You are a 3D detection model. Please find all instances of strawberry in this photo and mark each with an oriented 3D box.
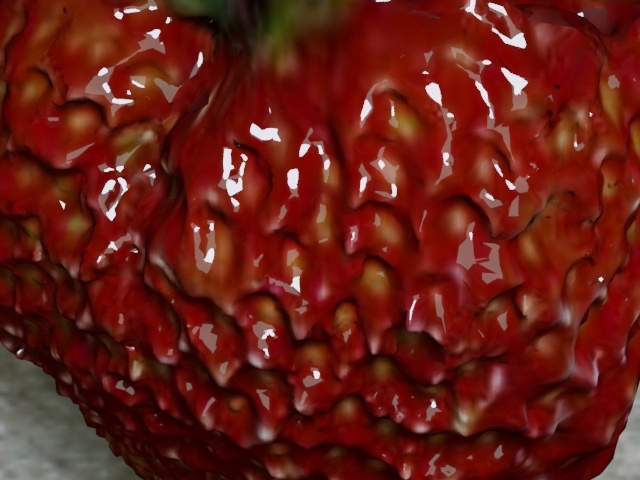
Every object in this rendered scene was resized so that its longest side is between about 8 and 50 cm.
[{"bbox_3d":[0.003,0.001,0.670,0.261,0.261,0.258,11,91,-14],"label":"strawberry"}]
